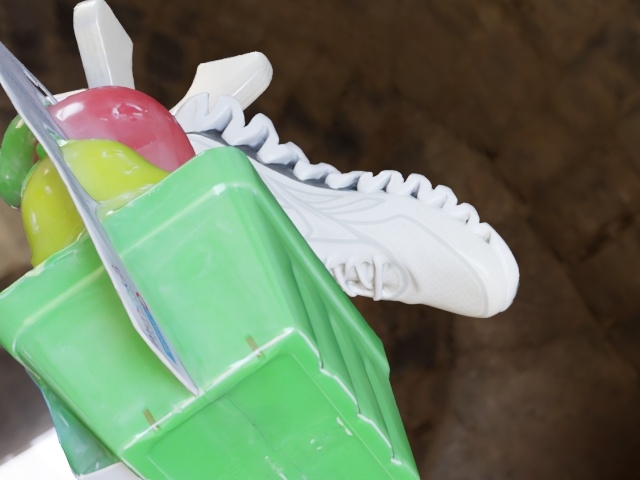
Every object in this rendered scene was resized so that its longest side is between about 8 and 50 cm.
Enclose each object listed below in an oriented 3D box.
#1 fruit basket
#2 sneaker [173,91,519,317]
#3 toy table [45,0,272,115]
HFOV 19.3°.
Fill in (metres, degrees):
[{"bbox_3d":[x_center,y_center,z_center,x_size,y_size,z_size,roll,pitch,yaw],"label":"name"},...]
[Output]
[{"bbox_3d":[-0.103,0.019,1.052,0.353,0.165,0.327,47,-5,38],"label":"fruit basket"},{"bbox_3d":[0.000,0.000,1.365,0.292,0.118,0.110,22,-38,16],"label":"sneaker"},{"bbox_3d":[-0.171,-0.090,1.771,0.274,0.252,0.161,74,16,-52],"label":"toy table"}]
